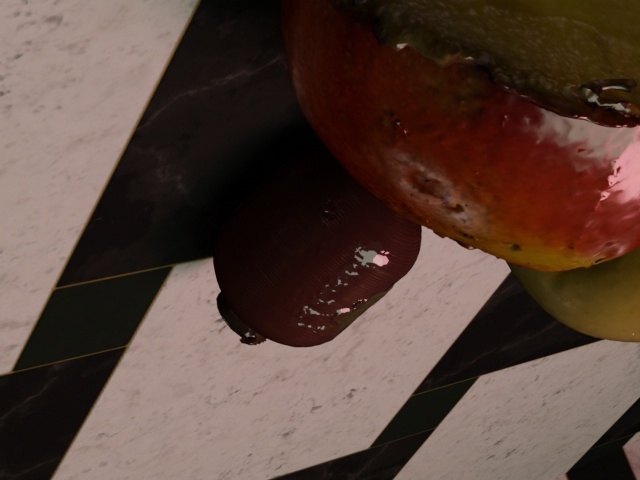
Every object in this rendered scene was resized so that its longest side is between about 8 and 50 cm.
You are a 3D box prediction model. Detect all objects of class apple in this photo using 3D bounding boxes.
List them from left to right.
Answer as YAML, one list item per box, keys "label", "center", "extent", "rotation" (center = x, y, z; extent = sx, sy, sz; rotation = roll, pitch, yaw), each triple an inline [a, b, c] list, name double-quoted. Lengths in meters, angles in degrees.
- label: "apple"
  center: [0.328, -0.026, 1.625]
  extent: [0.295, 0.233, 0.258]
  rotation: [7, 148, -29]

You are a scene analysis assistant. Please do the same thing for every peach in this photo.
- label: "peach"
  center: [0.151, -0.157, 1.340]
  extent: [0.353, 0.339, 0.416]
  rotation: [-27, 135, 22]

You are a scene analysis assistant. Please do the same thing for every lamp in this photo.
- label: "lamp"
  center: [0.000, 0.000, 1.679]
  extent: [0.258, 0.180, 0.180]
  rotation: [-43, 154, 20]
